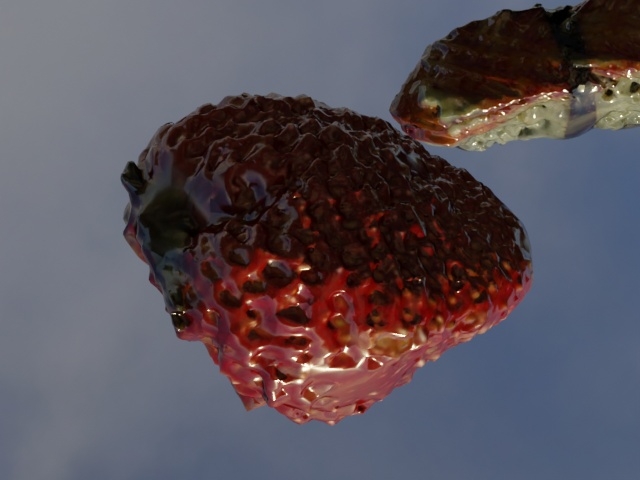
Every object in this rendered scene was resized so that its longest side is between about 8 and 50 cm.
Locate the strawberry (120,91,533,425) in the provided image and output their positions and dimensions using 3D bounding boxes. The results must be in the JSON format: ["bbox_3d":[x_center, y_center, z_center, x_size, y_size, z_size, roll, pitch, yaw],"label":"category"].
[{"bbox_3d":[0.001,0.000,1.210,0.261,0.257,0.261,55,-168,-17],"label":"strawberry"}]

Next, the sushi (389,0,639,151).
[{"bbox_3d":[0.227,-0.158,1.500,0.332,0.130,0.124,-13,-109,7],"label":"sushi"}]
